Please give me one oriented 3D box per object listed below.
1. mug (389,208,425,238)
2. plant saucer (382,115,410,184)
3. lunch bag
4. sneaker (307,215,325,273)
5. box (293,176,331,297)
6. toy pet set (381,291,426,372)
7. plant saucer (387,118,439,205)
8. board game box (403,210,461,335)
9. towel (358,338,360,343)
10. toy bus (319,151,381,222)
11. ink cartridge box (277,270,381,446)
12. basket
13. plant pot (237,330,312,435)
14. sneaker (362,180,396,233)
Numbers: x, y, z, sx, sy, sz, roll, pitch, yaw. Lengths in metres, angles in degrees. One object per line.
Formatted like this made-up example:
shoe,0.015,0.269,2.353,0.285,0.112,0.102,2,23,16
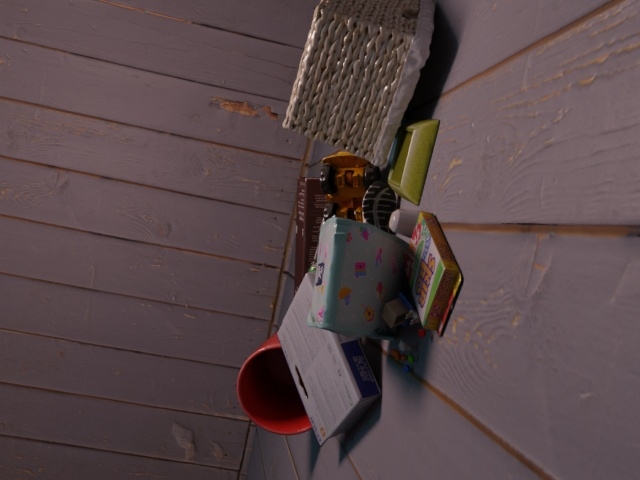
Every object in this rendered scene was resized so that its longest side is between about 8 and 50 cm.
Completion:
mug,0.176,-0.036,1.474,0.078,0.064,0.062,175,105,-82
plant saucer,0.190,-0.220,1.790,0.067,0.018,0.192,-101,24,-70
lunch bag,0.067,0.081,1.416,0.262,0.160,0.223,24,-107,-63
sneaker,0.038,0.061,1.880,0.146,0.134,0.344,40,-136,-51
box,0.000,0.000,2.129,0.191,0.143,0.382,-154,64,-79
toy pet set,0.171,0.164,1.340,0.114,0.065,0.122,51,144,32
plant saucer,0.199,-0.184,1.589,0.188,0.045,0.188,-120,43,-78
board game box,0.201,0.055,1.302,0.259,0.039,0.124,-101,24,-63
towel,0.086,0.322,1.746,0.152,0.023,0.113,-90,16,-62
toy bus,0.097,-0.135,1.881,0.211,0.149,0.220,-49,-44,-67
ink cartridge box,0.009,0.285,1.691,0.324,0.071,0.330,66,155,25
basket,0.098,-0.415,1.684,0.328,0.266,0.331,-73,2,-55
plant pot,-0.090,0.388,2.076,0.243,0.274,0.275,-68,-8,-74
sneaker,0.131,-0.039,1.704,0.094,0.081,0.209,123,154,-80
